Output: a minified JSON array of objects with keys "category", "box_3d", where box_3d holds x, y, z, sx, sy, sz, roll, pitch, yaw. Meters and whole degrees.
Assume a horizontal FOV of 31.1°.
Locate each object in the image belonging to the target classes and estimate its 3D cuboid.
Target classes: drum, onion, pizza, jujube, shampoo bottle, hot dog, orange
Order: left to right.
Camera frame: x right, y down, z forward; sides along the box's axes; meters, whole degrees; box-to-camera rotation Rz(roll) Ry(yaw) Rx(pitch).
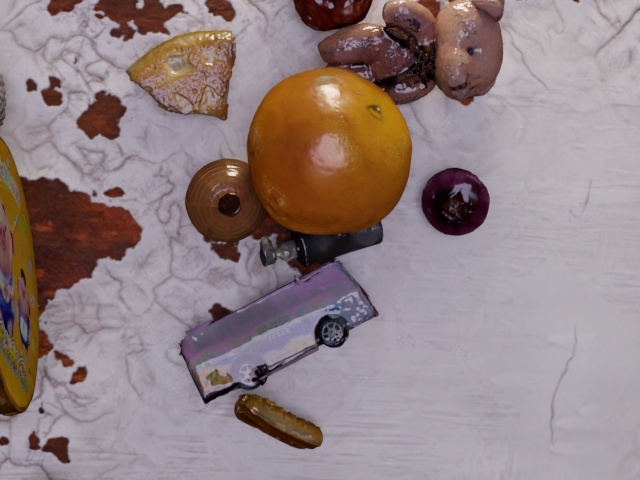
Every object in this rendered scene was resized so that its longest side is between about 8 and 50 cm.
[{"category":"drum","box_3d":[-0.548,0.060,1.664,0.214,0.431,0.431,-6,95,-5]},{"category":"pizza","box_3d":[-0.199,-0.260,1.857,0.182,0.062,0.161,-35,90,-7]},{"category":"hot dog","box_3d":[-0.071,0.297,1.884,0.165,0.071,0.045,32,67,-26]},{"category":"shampoo bottle","box_3d":[-0.001,0.000,1.863,0.207,0.057,0.064,-15,110,-22]},{"category":"orange","box_3d":[0.015,-0.137,1.762,0.261,0.261,0.261,0,94,-6]},{"category":"jujube","box_3d":[0.016,-0.449,1.819,0.155,0.155,0.230,-8,101,-5]},{"category":"onion","box_3d":[0.221,-0.061,1.889,0.115,0.104,0.115,2,102,9]}]

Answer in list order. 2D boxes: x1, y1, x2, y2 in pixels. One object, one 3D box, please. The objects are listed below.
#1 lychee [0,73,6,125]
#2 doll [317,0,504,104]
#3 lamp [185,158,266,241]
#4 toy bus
[{"category":"lychee","box_3d":[-0.571,-0.209,1.765,0.197,0.165,0.165,-40,98,-34]},{"category":"doll","box_3d":[0.152,-0.279,1.825,0.303,0.156,0.201,-12,135,-6]},{"category":"lamp","box_3d":[-0.149,-0.063,1.837,0.136,0.136,0.136,0,94,-6]},{"category":"toy bus","box_3d":[-0.068,0.148,1.876,0.317,0.112,0.138,-28,86,-4]}]
